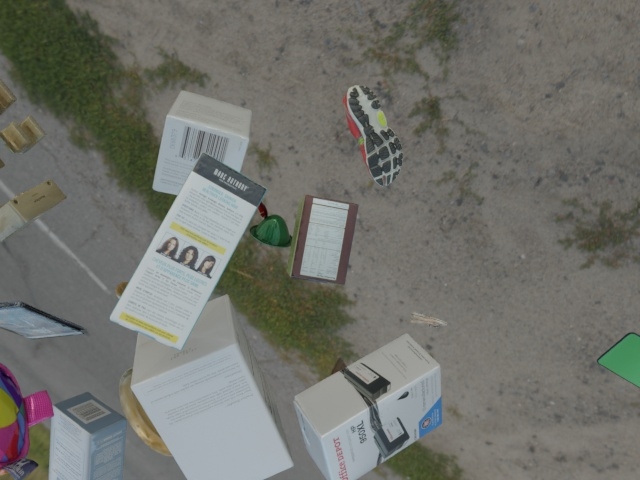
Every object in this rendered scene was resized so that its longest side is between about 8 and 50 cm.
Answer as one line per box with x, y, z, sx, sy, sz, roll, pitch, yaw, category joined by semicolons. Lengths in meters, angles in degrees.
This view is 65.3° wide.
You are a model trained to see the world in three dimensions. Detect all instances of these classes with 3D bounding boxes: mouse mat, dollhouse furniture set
0.811;0.314;1.232;0.190;0.007;0.152;31;138;14;mouse mat
-0.597;-0.120;0.861;0.161;0.212;0.242;-24;110;29;dollhouse furniture set

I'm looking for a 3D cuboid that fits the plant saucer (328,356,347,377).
0.037;0.533;1.688;0.041;0.277;0.277;18;133;12;plant saucer

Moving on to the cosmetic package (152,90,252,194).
-0.227;-0.183;0.983;0.151;0.183;0.151;14;118;-13;cosmetic package

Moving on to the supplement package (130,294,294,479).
-0.189;0.283;0.898;0.175;0.178;0.292;-126;16;-64;supplement package

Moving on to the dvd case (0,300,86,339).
-0.701;0.193;1.191;0.165;0.018;0.221;-8;152;13;dvd case

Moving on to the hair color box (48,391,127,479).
-0.657;0.643;1.399;0.186;0.114;0.374;17;105;31;hair color box

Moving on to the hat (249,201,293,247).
-0.157;-0.089;1.817;0.173;0.208;0.183;22;111;8;hat

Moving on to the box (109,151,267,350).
-0.175;0.013;0.671;0.101;0.244;0.060;30;171;-17;box

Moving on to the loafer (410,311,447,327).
0.370;0.280;1.714;0.125;0.039;0.045;16;170;12;loafer

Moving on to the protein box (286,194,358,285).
0.000;0.000;1.281;0.136;0.201;0.200;10;179;-6;protein box

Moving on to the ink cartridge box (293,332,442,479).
0.148;0.496;1.449;0.166;0.395;0.285;43;151;49;ink cartridge box

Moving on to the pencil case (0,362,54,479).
-0.324;0.173;0.349;0.104;0.236;0.104;61;173;13;pencil case

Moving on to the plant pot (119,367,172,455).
-0.392;0.405;1.201;0.237;0.032;0.236;11;112;29;plant pot

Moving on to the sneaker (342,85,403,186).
0.139;-0.285;1.363;0.118;0.107;0.278;-155;44;-74;sneaker

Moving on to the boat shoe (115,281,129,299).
-0.438;0.165;1.268;0.170;0.063;0.059;31;144;2;boat shoe
